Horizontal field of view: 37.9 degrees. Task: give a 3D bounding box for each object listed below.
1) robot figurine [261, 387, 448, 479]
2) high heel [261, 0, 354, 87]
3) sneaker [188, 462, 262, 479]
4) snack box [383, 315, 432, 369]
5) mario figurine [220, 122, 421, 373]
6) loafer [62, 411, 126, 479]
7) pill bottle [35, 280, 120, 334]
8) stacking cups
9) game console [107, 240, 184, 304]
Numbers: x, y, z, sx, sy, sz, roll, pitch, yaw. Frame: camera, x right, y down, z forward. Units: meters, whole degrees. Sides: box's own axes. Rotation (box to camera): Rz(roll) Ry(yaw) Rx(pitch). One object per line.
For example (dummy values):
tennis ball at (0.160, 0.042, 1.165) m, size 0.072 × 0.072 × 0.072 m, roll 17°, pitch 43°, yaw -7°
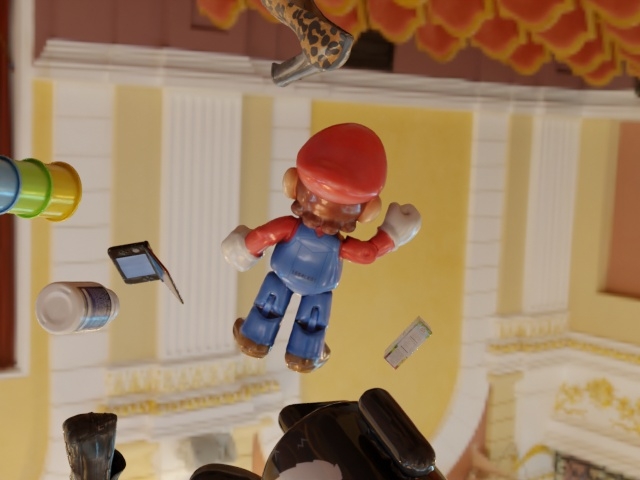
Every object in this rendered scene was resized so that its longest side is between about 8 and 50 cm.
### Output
robot figurine at (0.043, 0.271, 0.925) m, size 0.173 × 0.209 × 0.278 m, roll -33°, pitch -143°, yaw -8°
high heel at (-0.013, -0.378, 1.424) m, size 0.093 × 0.261 × 0.186 m, roll -1°, pitch 174°, yaw -37°
sneaker at (-0.085, 0.390, 1.212) m, size 0.087 × 0.227 × 0.130 m, roll -42°, pitch -171°, yaw 21°
snack box at (0.169, 0.196, 1.805) m, size 0.037 × 0.100 × 0.141 m, roll 46°, pitch -177°, yaw 4°
mario figurine at (0.000, 0.000, 1.214) m, size 0.198 × 0.321 × 0.170 m, roll 11°, pitch -164°, yaw -38°
loafer at (-0.310, 0.326, 1.303) m, size 0.078 × 0.223 × 0.076 m, roll -11°, pitch -140°, yaw -20°
pill bottle at (-0.435, 0.121, 1.699) m, size 0.094 × 0.094 × 0.169 m, roll 4°, pitch 179°, yaw 16°
stacking cups at (-0.470, -0.075, 1.285) m, size 0.096 × 0.096 × 0.316 m, roll 5°, pitch -178°, yaw 27°
game console at (-0.350, 0.073, 1.873) m, size 0.124 × 0.085 × 0.144 m, roll -10°, pitch 147°, yaw 1°
